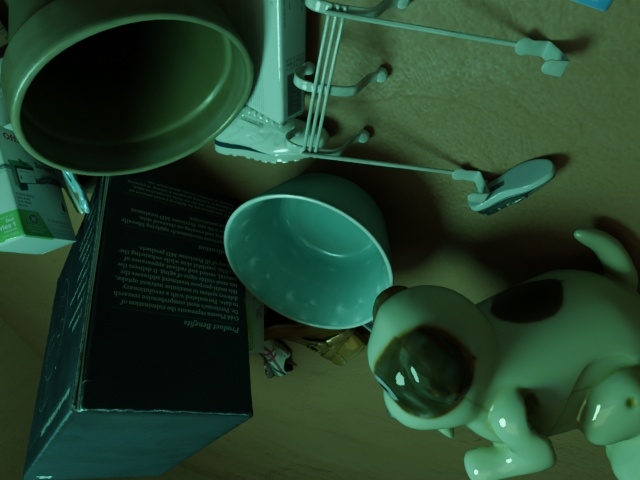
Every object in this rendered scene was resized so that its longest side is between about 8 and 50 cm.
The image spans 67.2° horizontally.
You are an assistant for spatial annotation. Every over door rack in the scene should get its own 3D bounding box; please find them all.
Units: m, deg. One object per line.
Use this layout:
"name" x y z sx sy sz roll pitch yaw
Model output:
"over door rack" 0.124 -0.202 0.680 0.324 0.108 0.239 14 137 0

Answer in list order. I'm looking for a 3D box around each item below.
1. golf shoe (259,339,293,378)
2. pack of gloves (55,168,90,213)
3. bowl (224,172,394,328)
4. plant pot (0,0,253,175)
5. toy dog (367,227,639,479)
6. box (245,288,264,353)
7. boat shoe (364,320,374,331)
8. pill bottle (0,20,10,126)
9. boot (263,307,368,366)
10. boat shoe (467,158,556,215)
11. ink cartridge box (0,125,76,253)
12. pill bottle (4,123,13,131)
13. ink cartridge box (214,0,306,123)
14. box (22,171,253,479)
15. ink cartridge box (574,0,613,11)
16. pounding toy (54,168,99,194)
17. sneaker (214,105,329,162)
"golf shoe" -0.131 0.310 1.366 0.086 0.067 0.186 -12 123 2
"pack of gloves" -0.484 -0.163 0.910 0.195 0.046 0.232 7 123 56
"bowl" 0.000 0.000 0.884 0.311 0.163 0.311 14 134 15
"plant pot" -0.299 -0.296 0.693 0.323 0.323 0.280 -46 67 49
"toy dog" 0.274 0.180 0.720 0.408 0.284 0.395 2 117 -10
"box" -0.209 0.171 1.153 0.114 0.203 0.103 -10 165 39
"boat shoe" 0.200 0.206 1.009 0.306 0.113 0.105 28 145 10
"pill bottle" -0.744 -0.413 0.924 0.224 0.224 0.392 6 132 28
"boot" -0.032 0.235 1.206 0.220 0.109 0.283 37 132 -11
"boat shoe" 0.292 -0.078 0.729 0.040 0.049 0.142 31 145 -26
"ink cartridge box" -0.581 -0.092 0.923 0.092 0.160 0.219 -19 85 4
"pill bottle" -0.743 -0.241 1.155 0.245 0.136 0.136 12 135 23
"ink cartridge box" -0.125 -0.346 0.723 0.239 0.060 0.275 35 144 27
"box" -0.382 0.193 0.999 0.297 0.472 0.480 16 139 -31
"ink cartridge box" 0.211 -0.373 0.374 0.197 0.198 0.270 25 139 10
"pounding toy" -0.530 -0.165 1.105 0.181 0.206 0.094 43 95 9
"sneaker" -0.097 -0.196 0.833 0.235 0.090 0.095 9 124 24
